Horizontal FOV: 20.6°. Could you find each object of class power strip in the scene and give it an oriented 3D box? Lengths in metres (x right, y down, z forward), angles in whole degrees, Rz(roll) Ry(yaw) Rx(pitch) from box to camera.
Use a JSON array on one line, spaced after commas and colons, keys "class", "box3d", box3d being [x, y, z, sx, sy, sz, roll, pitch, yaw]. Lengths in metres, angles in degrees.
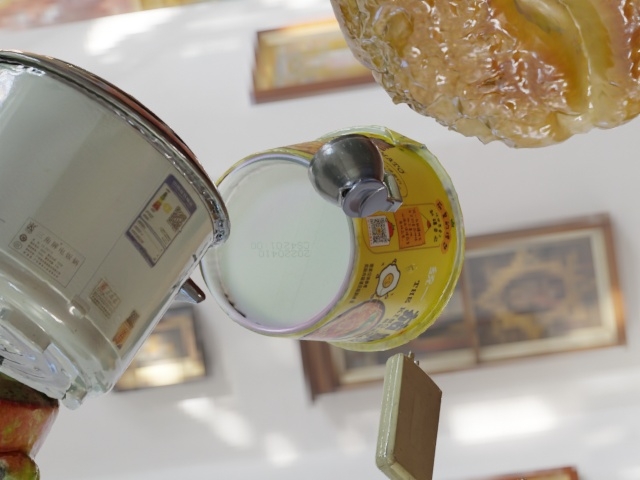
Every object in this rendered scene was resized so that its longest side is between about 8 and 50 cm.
[{"class": "power strip", "box3d": [0.091, 0.187, 1.823, 0.076, 0.028, 0.169, 44, -145, -27]}]

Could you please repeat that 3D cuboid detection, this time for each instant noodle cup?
[{"class": "instant noodle cup", "box3d": [0.000, 0.000, 2.384, 0.254, 0.326, 0.325, -2, -96, -60]}]

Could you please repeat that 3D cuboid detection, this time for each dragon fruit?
[{"class": "dragon fruit", "box3d": [-0.380, 0.151, 1.779, 0.130, 0.295, 0.268, -60, -20, 0]}]

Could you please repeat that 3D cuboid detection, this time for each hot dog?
[{"class": "hot dog", "box3d": [0.173, -0.262, 1.426, 0.196, 0.367, 0.365, -87, -23, -66]}]

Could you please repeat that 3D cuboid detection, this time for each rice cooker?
[{"class": "rice cooker", "box3d": [-0.204, -0.019, 1.338, 0.280, 0.241, 0.227, 44, -114, -29]}]

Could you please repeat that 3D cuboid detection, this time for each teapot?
[{"class": "teapot", "box3d": [0.036, -0.050, 1.531, 0.088, 0.066, 0.057, 13, -143, -41]}]

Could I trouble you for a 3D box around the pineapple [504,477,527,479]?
[{"class": "pineapple", "box3d": [0.231, 0.332, 1.986, 0.237, 0.111, 0.119, 103, 162, -86]}]
